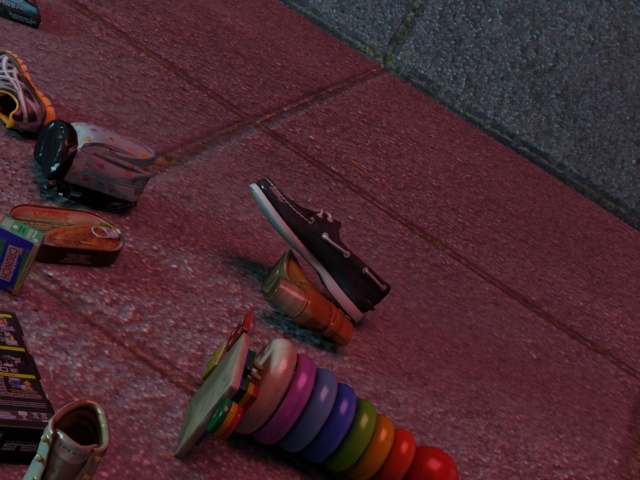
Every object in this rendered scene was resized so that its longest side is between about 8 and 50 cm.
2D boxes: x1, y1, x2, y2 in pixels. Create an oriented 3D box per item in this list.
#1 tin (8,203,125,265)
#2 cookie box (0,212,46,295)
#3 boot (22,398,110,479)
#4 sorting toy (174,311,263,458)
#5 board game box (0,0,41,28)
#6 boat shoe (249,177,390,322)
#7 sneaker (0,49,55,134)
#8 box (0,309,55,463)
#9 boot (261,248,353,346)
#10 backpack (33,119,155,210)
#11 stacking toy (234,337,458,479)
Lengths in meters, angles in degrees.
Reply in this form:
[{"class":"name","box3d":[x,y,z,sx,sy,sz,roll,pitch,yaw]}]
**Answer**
[{"class":"tin","box3d":[-0.382,-0.008,1.781,0.190,0.040,0.106,7,37,-43]},{"class":"cookie box","box3d":[-0.438,0.011,1.606,0.107,0.092,0.040,25,26,-11]},{"class":"boot","box3d":[-0.274,0.267,1.185,0.077,0.165,0.213,25,22,-9]},{"class":"sorting toy","box3d":[-0.123,0.203,1.541,0.046,0.132,0.274,34,22,-11]},{"class":"board game box","box3d":[-0.671,-0.499,2.444,0.186,0.026,0.126,16,28,-30]},{"class":"boat shoe","box3d":[0.000,0.000,2.001,0.302,0.091,0.114,51,-3,-21]},{"class":"sneaker","box3d":[-0.543,-0.260,2.045,0.215,0.084,0.083,43,31,26]},{"class":"box","box3d":[-0.452,0.152,1.347,0.270,0.060,0.216,11,29,-38]},{"class":"boot","box3d":[-0.018,0.099,1.965,0.152,0.073,0.197,35,18,-13]},{"class":"backpack","box3d":[-0.362,-0.126,1.944,0.182,0.115,0.152,19,23,-31]},{"class":"stacking toy","box3d":[0.043,0.269,1.628,0.330,0.141,0.141,32,22,-14]}]
